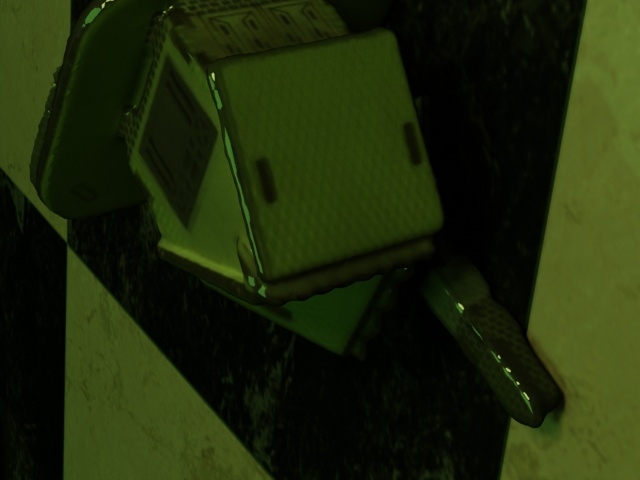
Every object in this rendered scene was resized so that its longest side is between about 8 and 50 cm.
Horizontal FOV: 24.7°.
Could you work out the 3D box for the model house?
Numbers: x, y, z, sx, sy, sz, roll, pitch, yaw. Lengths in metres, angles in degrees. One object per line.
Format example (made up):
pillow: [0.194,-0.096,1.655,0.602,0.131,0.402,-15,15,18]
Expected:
model house: [0.000,0.000,0.800,0.278,0.218,0.205,58,145,26]
